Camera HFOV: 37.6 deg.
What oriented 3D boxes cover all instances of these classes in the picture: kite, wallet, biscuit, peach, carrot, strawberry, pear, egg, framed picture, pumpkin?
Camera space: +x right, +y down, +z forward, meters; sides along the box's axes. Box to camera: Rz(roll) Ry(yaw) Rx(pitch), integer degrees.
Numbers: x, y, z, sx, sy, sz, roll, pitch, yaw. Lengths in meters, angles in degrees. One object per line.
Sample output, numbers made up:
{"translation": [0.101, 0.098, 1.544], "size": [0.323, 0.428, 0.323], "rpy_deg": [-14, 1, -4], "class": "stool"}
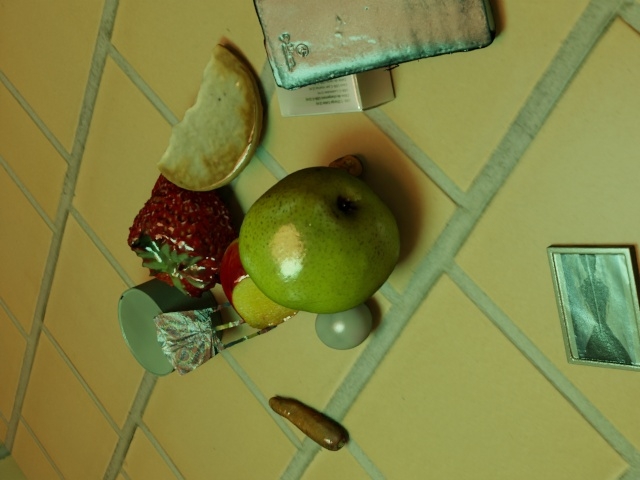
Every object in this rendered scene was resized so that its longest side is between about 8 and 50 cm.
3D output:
{"translation": [-0.235, 0.198, 2.116], "size": [0.286, 0.015, 0.152], "rpy_deg": [-22, 99, 13], "class": "kite"}
{"translation": [0.079, -0.362, 1.490], "size": [0.379, 0.046, 0.190], "rpy_deg": [-9, 104, 23], "class": "wallet"}
{"translation": [-0.210, -0.226, 1.927], "size": [0.204, 0.040, 0.309], "rpy_deg": [41, 113, 25], "class": "biscuit"}
{"translation": [-0.115, 0.082, 1.921], "size": [0.190, 0.190, 0.192], "rpy_deg": [-17, 76, 50], "class": "peach"}
{"translation": [-0.037, 0.399, 2.095], "size": [0.248, 0.059, 0.059], "rpy_deg": [24, 125, 42], "class": "carrot"}
{"translation": [-0.289, -0.023, 2.064], "size": [0.261, 0.257, 0.261], "rpy_deg": [21, 146, 15], "class": "strawberry"}
{"translation": [0.000, 0.000, 1.687], "size": [0.294, 0.294, 0.294], "rpy_deg": [23, 124, 39], "class": "pear"}
{"translation": [0.045, 0.164, 1.850], "size": [0.135, 0.103, 0.103], "rpy_deg": [-28, 87, 53], "class": "egg"}
{"translation": [0.434, 0.105, 1.466], "size": [0.150, 0.015, 0.203], "rpy_deg": [1, 109, 48], "class": "framed picture"}
{"translation": [0.053, -0.135, 1.754], "size": [0.083, 0.028, 0.050], "rpy_deg": [-19, 105, 47], "class": "pumpkin"}

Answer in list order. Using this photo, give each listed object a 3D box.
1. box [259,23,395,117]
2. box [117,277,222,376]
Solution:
{"translation": [0.004, -0.349, 1.643], "size": [0.203, 0.106, 0.251], "rpy_deg": [2, 109, 44], "class": "box"}
{"translation": [-0.362, 0.196, 2.273], "size": [0.226, 0.149, 0.226], "rpy_deg": [23, 124, 39], "class": "box"}
